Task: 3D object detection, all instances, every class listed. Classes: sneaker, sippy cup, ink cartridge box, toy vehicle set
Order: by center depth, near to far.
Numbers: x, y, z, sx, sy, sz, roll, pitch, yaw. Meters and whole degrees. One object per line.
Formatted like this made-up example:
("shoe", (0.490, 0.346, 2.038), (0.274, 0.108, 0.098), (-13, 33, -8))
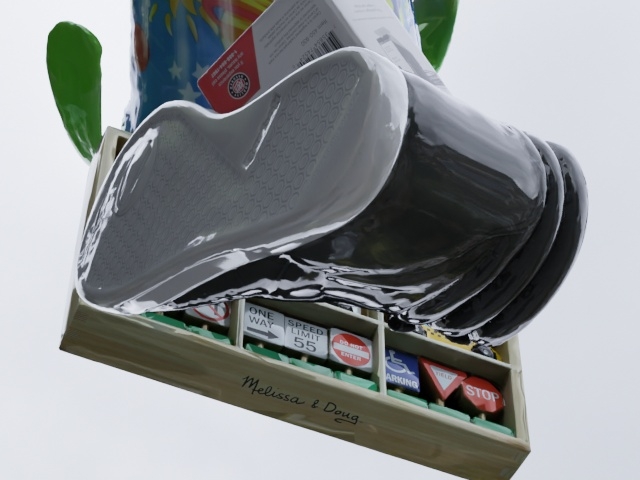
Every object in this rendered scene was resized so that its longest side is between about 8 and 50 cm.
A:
("sneaker", (0.000, 0.000, 0.829), (0.147, 0.104, 0.296), (23, -18, -27))
("ink cartridge box", (0.014, -0.061, 0.982), (0.099, 0.056, 0.135), (-42, -105, 32))
("toy vehicle set", (-0.011, 0.037, 1.067), (0.267, 0.166, 0.035), (19, -54, -15))
("sippy cup", (-0.035, -0.165, 1.291), (0.240, 0.305, 0.224), (1, -61, 14))
